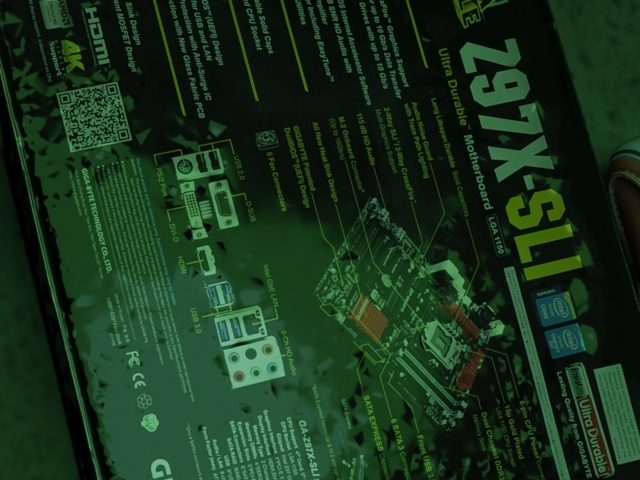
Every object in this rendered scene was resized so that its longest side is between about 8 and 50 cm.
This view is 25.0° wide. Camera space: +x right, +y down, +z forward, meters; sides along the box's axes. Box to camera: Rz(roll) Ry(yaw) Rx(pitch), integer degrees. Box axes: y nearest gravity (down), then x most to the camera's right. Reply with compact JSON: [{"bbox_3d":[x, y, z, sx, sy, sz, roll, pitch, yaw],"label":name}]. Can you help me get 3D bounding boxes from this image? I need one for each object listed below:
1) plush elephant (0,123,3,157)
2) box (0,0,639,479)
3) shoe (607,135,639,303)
[{"bbox_3d":[-0.252,-0.014,0.520,0.272,0.330,0.255,21,96,5],"label":"plush elephant"},{"bbox_3d":[0.000,0.000,0.655,0.257,0.079,0.322,-13,81,-17],"label":"box"},{"bbox_3d":[0.173,0.041,0.692,0.081,0.063,0.178,-31,91,-23],"label":"shoe"}]
